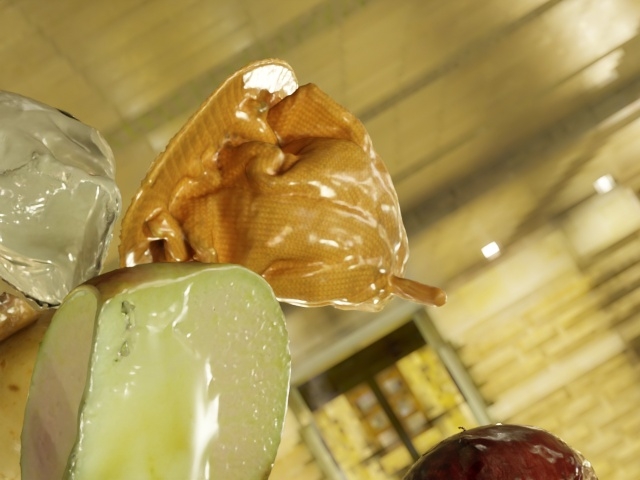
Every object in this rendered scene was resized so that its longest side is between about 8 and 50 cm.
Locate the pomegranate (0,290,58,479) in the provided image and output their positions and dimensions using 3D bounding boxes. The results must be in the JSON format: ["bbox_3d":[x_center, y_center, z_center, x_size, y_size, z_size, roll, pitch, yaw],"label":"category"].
[{"bbox_3d":[-0.275,0.196,1.961,0.342,0.342,0.342,-30,175,-3],"label":"pomegranate"}]

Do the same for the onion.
[{"bbox_3d":[0.160,0.311,1.635,0.221,0.280,0.281,1,163,-20],"label":"onion"}]

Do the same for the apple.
[{"bbox_3d":[-0.119,0.132,1.236,0.193,0.264,0.120,-3,-161,-41],"label":"apple"}]

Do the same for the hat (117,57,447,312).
[{"bbox_3d":[0.000,0.000,1.422,0.244,0.233,0.233,-11,125,-65],"label":"hat"}]

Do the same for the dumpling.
[{"bbox_3d":[-0.239,-0.033,1.342,0.142,0.247,0.172,-23,131,-41],"label":"dumpling"}]
